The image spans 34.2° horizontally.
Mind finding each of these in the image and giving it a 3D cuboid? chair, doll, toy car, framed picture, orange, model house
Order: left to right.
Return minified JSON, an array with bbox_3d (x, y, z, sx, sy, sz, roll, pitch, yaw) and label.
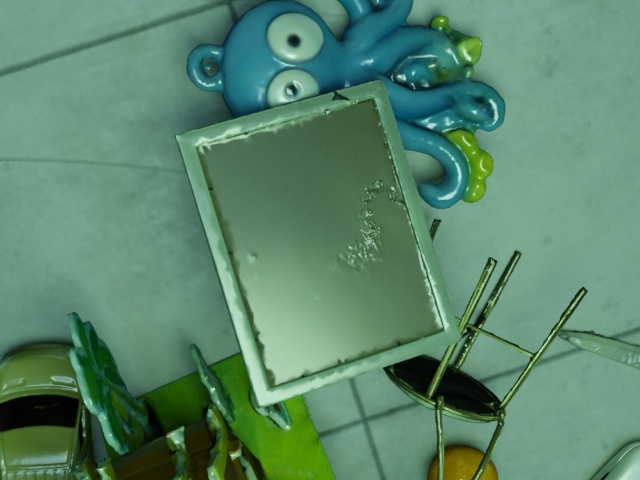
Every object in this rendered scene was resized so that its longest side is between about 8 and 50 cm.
[{"bbox_3d":[-0.296,0.247,1.121,0.101,0.124,0.257,-3,103,-6],"label":"toy car"},{"bbox_3d":[-0.118,0.214,0.984,0.242,0.313,0.358,-21,61,-2],"label":"model house"},{"bbox_3d":[0.000,0.000,1.002,0.216,0.016,0.273,-16,91,-11],"label":"framed picture"},{"bbox_3d":[0.030,-0.151,1.064,0.341,0.099,0.346,3,92,-9],"label":"doll"},{"bbox_3d":[0.138,0.161,1.121,0.159,0.170,0.326,16,102,-28],"label":"chair"},{"bbox_3d":[0.163,0.277,1.195,0.083,0.083,0.084,-1,102,-5],"label":"orange"}]

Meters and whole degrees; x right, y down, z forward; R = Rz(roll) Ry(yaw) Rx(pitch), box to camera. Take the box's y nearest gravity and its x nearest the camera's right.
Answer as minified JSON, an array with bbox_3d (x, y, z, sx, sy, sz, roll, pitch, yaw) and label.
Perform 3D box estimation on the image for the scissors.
[{"bbox_3d":[0.415,0.152,1.223,0.300,0.022,0.109,17,96,-8],"label":"scissors"}]

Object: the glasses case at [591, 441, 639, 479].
[{"bbox_3d":[0.338,0.341,1.235,0.092,0.059,0.233,36,96,-13],"label":"glasses case"}]
